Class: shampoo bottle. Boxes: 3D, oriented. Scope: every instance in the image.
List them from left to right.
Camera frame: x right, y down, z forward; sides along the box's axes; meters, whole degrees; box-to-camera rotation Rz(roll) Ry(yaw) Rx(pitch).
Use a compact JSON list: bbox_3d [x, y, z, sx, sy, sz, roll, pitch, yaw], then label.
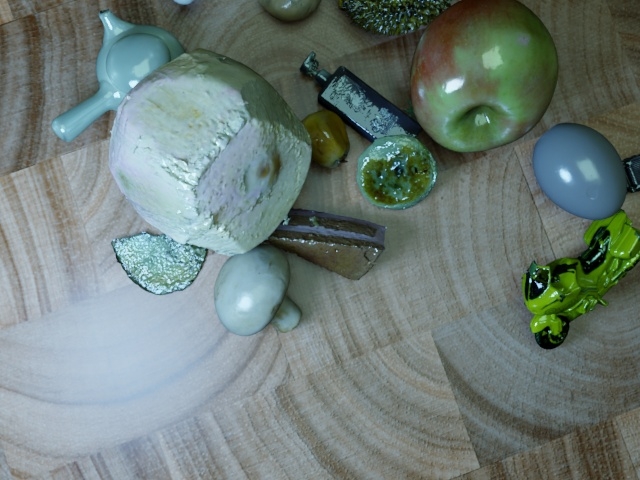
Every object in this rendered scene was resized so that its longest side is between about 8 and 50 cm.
[{"bbox_3d":[0.083,-0.311,1.654,0.309,0.071,0.098,37,93,1],"label":"shampoo bottle"}]

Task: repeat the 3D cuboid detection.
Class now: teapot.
[{"bbox_3d":[-0.425,-0.333,1.598,0.219,0.149,0.319,21,85,1],"label":"teapot"}]

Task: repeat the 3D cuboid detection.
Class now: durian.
[{"bbox_3d":[0.178,-0.579,1.597,0.293,0.258,0.258,-43,89,12],"label":"durian"}]

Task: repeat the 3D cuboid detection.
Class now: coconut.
[{"bbox_3d":[-0.243,-0.193,1.485,0.404,0.404,0.405,0,87,-2],"label":"coconut"}]

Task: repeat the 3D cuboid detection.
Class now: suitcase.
[{"bbox_3d":[0.752,-0.162,1.671,0.126,0.059,0.086,-21,89,-3],"label":"suitcase"}]

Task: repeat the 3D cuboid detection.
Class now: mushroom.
[{"bbox_3d":[-0.128,0.115,1.560,0.209,0.206,0.206,30,86,-1],"label":"mushroom"}]

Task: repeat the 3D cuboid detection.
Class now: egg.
[{"bbox_3d":[0.578,-0.150,1.602,0.176,0.176,0.232,-37,77,-3],"label":"egg"}]

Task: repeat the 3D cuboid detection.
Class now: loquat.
[{"bbox_3d":[0.010,-0.225,1.620,0.113,0.137,0.137,-34,88,11],"label":"loquat"}]

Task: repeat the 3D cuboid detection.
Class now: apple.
[{"bbox_3d":[0.344,-0.364,1.554,0.318,0.319,0.277,3,59,-2],"label":"apple"}]

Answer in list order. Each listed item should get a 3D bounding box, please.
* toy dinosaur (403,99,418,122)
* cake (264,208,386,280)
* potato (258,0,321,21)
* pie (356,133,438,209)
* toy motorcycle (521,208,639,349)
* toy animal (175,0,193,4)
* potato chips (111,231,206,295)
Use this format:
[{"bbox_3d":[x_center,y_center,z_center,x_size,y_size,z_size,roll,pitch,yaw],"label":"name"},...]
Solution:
[{"bbox_3d":[0.233,-0.297,1.682,0.083,0.021,0.062,6,75,3],"label":"toy dinosaur"},{"bbox_3d":[0.000,0.000,1.615,0.295,0.116,0.113,15,131,7],"label":"cake"},{"bbox_3d":[-0.073,-0.555,1.647,0.146,0.112,0.112,15,86,7],"label":"potato"},{"bbox_3d":[0.169,-0.150,1.620,0.186,0.041,0.187,4,119,7],"label":"pie"},{"bbox_3d":[0.576,0.075,1.615,0.342,0.142,0.206,-44,127,-4],"label":"toy motorcycle"},{"bbox_3d":[-0.343,-0.668,1.522,0.196,0.368,0.241,-29,76,-6],"label":"toy animal"},{"bbox_3d":[-0.353,0.011,1.645,0.202,0.029,0.220,38,89,0],"label":"potato chips"}]
